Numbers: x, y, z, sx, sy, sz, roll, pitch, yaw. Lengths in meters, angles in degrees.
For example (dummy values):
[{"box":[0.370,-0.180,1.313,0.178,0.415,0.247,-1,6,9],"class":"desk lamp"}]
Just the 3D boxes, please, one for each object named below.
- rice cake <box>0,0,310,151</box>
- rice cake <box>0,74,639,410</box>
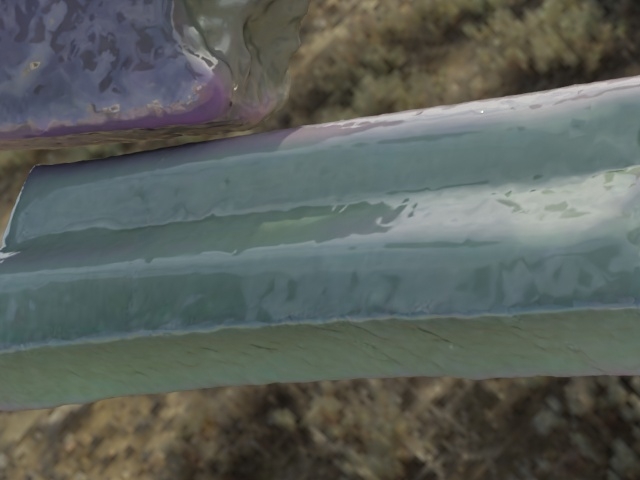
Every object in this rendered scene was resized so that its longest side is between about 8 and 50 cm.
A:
[{"box":[-0.184,-0.052,0.539,0.399,0.064,0.070,-4,8,22],"class":"rice cake"},{"box":[-0.001,0.001,0.436,0.222,0.042,0.080,-7,52,31],"class":"rice cake"}]
